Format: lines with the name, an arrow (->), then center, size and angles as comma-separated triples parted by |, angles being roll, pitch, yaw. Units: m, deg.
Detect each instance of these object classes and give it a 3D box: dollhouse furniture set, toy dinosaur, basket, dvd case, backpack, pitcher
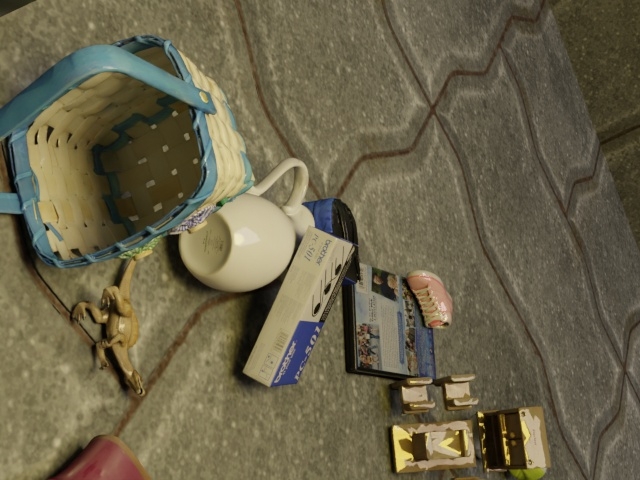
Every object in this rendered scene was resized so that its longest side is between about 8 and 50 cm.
dollhouse furniture set -> 0.226, 0.336, 1.382 | 0.242, 0.161, 0.212 | 0, 75, -16
toy dinosaur -> -0.227, 0.081, 0.932 | 0.092, 0.053, 0.183 | 34, 52, -65
basket -> -0.211, -0.088, 0.821 | 0.289, 0.255, 0.201 | 11, 57, -61
dvd case -> 0.118, 0.142, 1.401 | 0.253, 0.022, 0.180 | 19, 63, -51
backpack -> 0.000, 0.000, 1.212 | 0.098, 0.101, 0.120 | 36, 52, -67
pitcher -> -0.082, -0.024, 1.078 | 0.207, 0.126, 0.177 | -1, 98, -60

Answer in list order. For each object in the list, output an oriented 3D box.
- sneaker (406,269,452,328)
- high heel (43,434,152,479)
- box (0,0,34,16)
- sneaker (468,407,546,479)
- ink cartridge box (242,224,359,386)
sneaker -> 0.192, 0.107, 1.450 | 0.134, 0.051, 0.070 | 45, 40, -43
high heel -> -0.171, 0.387, 0.821 | 0.377, 0.127, 0.181 | 54, 32, -7
box -> -0.332, -0.337, 0.683 | 0.296, 0.294, 0.182 | 22, 60, -55
sneaker -> 0.345, 0.365, 1.603 | 0.240, 0.091, 0.126 | 46, 26, -35
ink cartridge box -> -0.023, 0.088, 1.093 | 0.207, 0.046, 0.097 | -65, 159, 2
